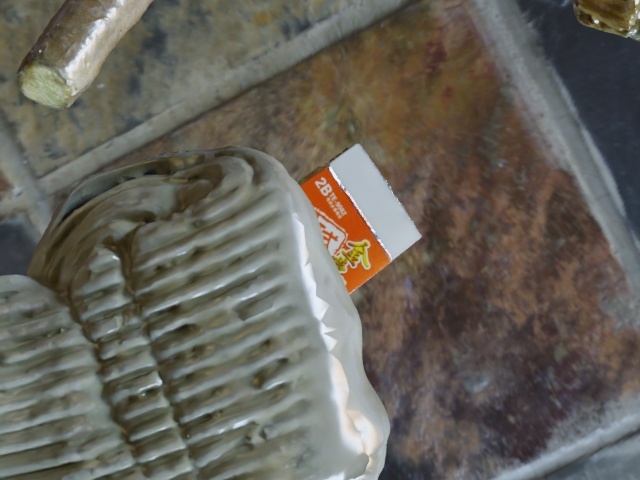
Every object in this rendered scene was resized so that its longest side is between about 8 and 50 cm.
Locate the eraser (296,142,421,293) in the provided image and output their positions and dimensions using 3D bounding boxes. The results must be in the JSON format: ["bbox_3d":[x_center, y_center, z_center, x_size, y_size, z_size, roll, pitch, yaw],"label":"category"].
[{"bbox_3d":[0.000,0.000,1.235,0.230,0.038,0.157,-37,101,-12],"label":"eraser"}]

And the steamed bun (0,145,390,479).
[{"bbox_3d":[-0.076,0.077,0.482,0.211,0.144,0.218,-22,84,4],"label":"steamed bun"}]

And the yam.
[{"bbox_3d":[-0.173,-0.244,0.865,0.066,0.066,0.299,29,63,-3],"label":"yam"}]

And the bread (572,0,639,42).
[{"bbox_3d":[0.479,-0.425,1.216,0.191,0.314,0.370,-43,137,-24],"label":"bread"}]
